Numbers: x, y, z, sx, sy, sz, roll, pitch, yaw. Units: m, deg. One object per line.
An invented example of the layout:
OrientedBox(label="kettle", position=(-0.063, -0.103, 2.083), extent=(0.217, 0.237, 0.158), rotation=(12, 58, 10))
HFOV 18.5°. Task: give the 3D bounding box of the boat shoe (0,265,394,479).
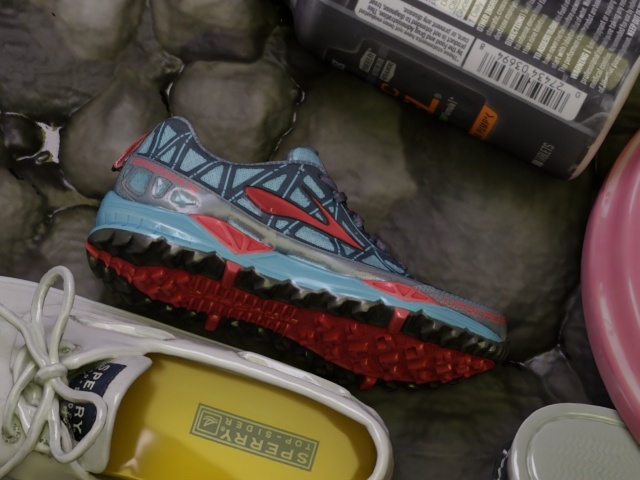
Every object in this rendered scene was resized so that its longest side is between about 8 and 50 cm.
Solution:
OrientedBox(label="boat shoe", position=(-0.133, 0.094, 1.118), extent=(0.367, 0.156, 0.136), rotation=(16, 78, -2))

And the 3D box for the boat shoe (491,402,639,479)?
OrientedBox(label="boat shoe", position=(0.246, 0.182, 1.166), extent=(0.302, 0.091, 0.114), rotation=(24, 61, 3))

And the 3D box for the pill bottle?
OrientedBox(label="pill bottle", position=(0.073, -0.145, 1.193), extent=(0.245, 0.130, 0.130), rotation=(27, 79, 1))

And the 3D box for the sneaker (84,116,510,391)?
OrientedBox(label="sneaker", position=(0.000, 0.000, 1.172), extent=(0.261, 0.104, 0.125), rotation=(21, 61, -12))

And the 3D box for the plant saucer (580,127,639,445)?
OrientedBox(label="plant saucer", position=(0.323, 0.028, 1.158), extent=(0.332, 0.084, 0.332), rotation=(4, 63, -8))
